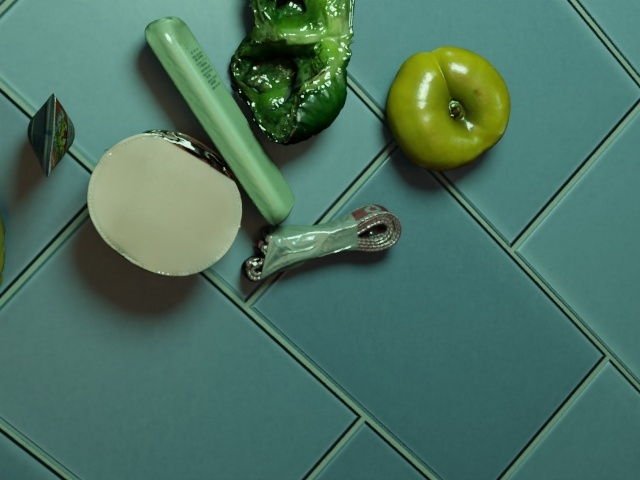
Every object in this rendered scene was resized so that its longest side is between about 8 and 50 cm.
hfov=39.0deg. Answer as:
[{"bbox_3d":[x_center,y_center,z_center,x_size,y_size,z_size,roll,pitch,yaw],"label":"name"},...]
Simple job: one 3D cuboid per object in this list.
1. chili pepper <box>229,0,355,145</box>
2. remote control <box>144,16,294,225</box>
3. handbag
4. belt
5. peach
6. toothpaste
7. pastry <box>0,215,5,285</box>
[{"bbox_3d":[-0.035,-0.259,1.204,0.148,0.116,0.265,-1,98,-27],"label":"chili pepper"},{"bbox_3d":[-0.126,-0.158,1.193,0.038,0.090,0.310,-27,107,20],"label":"remote control"},{"bbox_3d":[-0.197,-0.052,1.171,0.205,0.116,0.179,31,87,-16],"label":"handbag"},{"bbox_3d":[0.000,0.000,1.267,0.232,0.053,0.071,-16,109,-13],"label":"belt"},{"bbox_3d":[0.178,-0.186,1.267,0.179,0.103,0.179,-1,94,-14],"label":"peach"},{"bbox_3d":[-0.319,-0.126,1.065,0.057,0.234,0.089,4,96,-16],"label":"toothpaste"},{"bbox_3d":[-0.518,0.024,1.054,0.284,0.184,0.316,13,93,-18],"label":"pastry"}]
